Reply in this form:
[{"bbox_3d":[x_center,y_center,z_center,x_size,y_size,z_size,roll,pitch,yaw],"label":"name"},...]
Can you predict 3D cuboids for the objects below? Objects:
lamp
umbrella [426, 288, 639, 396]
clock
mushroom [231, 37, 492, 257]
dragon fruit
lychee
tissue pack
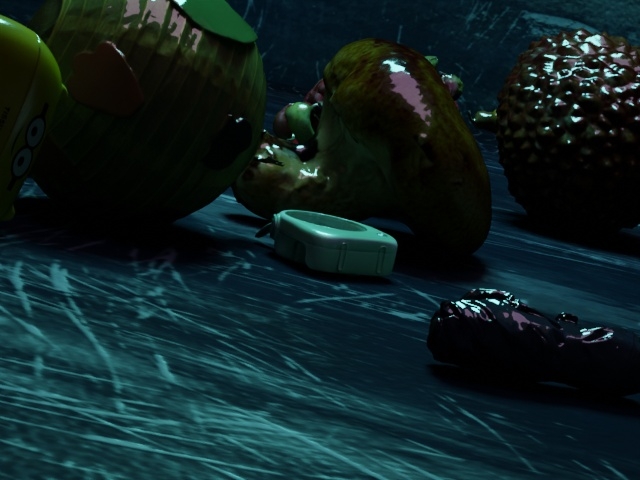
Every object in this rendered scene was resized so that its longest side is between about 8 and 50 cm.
[{"bbox_3d":[-0.151,-0.120,1.626,0.284,0.250,0.250,29,0,-29],"label":"lamp"},{"bbox_3d":[0.202,0.083,1.315,0.248,0.071,0.071,10,9,-7],"label":"umbrella"},{"bbox_3d":[0.000,0.000,1.643,0.101,0.041,0.135,5,10,-37],"label":"clock"},{"bbox_3d":[0.071,-0.086,1.846,0.254,0.267,0.267,-22,-10,31],"label":"mushroom"},{"bbox_3d":[0.057,-0.124,2.096,0.273,0.198,0.218,-23,40,-30],"label":"dragon fruit"},{"bbox_3d":[0.337,-0.137,2.244,0.300,0.264,0.264,13,9,22],"label":"lychee"},{"bbox_3d":[-0.293,-0.098,1.436,0.123,0.178,0.127,18,-9,38],"label":"tissue pack"}]
